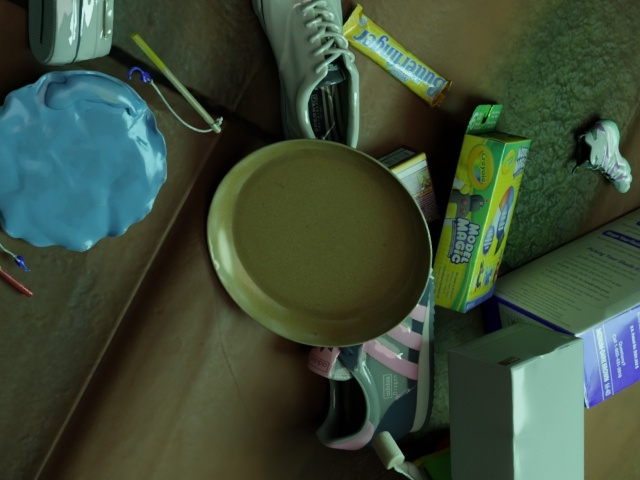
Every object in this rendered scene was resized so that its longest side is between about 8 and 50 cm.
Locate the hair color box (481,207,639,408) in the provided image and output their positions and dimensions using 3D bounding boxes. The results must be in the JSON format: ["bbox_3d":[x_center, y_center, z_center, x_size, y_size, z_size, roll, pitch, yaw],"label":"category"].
[{"bbox_3d":[0.383,0.059,1.603,0.338,0.185,0.110,-25,117,-21],"label":"hair color box"}]

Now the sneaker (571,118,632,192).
[{"bbox_3d":[0.334,-0.091,1.616,0.069,0.038,0.098,-29,109,-18],"label":"sneaker"}]

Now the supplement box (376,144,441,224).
[{"bbox_3d":[0.093,-0.055,1.475,0.055,0.043,0.083,-27,117,-22],"label":"supplement box"}]

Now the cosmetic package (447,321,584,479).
[{"bbox_3d":[0.215,0.221,1.457,0.127,0.107,0.238,-13,105,-40],"label":"cosmetic package"}]

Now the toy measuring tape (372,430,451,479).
[{"bbox_3d":[0.165,0.256,1.544,0.121,0.121,0.330,-53,147,-5],"label":"toy measuring tape"}]

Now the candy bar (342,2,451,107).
[{"bbox_3d":[0.081,-0.196,1.438,0.161,0.018,0.040,33,88,-34],"label":"candy bar"}]

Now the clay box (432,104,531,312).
[{"bbox_3d":[0.181,-0.039,1.492,0.127,0.053,0.222,-17,123,-68],"label":"clay box"}]

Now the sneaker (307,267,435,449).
[{"bbox_3d":[0.047,0.088,1.454,0.131,0.112,0.319,-18,113,-29],"label":"sneaker"}]

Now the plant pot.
[{"bbox_3d":[0.000,0.000,1.369,0.236,0.032,0.236,7,119,12],"label":"plant pot"}]

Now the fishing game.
[{"bbox_3d":[-0.238,-0.076,1.263,0.264,0.041,0.189,-44,125,5],"label":"fishing game"}]

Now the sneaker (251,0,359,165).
[{"bbox_3d":[-0.002,-0.196,1.342,0.094,0.091,0.258,-23,117,-23],"label":"sneaker"}]

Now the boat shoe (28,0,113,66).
[{"bbox_3d":[-0.219,-0.270,1.205,0.075,0.083,0.226,-12,124,-39],"label":"boat shoe"}]
